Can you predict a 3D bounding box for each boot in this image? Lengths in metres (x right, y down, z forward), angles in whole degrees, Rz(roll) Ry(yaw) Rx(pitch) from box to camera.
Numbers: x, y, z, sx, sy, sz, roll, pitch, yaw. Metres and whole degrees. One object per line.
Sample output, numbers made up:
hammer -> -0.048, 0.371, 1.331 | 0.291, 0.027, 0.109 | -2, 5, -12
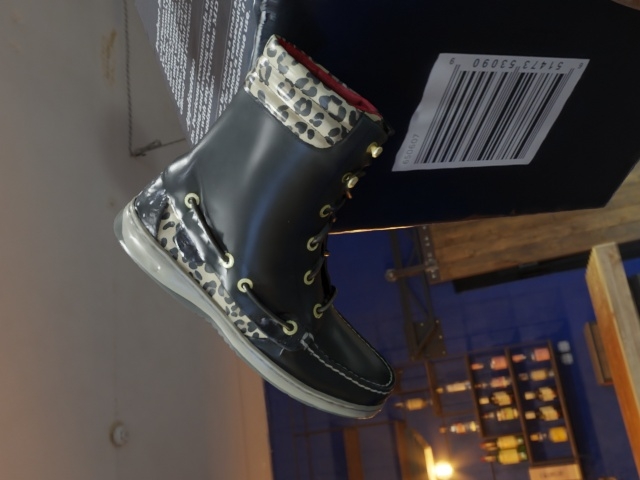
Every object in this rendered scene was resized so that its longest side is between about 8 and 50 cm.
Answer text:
boot -> -0.001, 0.000, 0.422 | 0.236, 0.179, 0.085 | 39, -162, -8

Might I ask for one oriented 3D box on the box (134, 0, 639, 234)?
box -> 0.076, -0.273, 0.688 | 0.297, 0.479, 0.472 | 108, 147, -42

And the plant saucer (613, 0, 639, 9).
plant saucer -> 0.203, -0.202, 0.343 | 0.036, 0.198, 0.198 | -59, -27, -7
